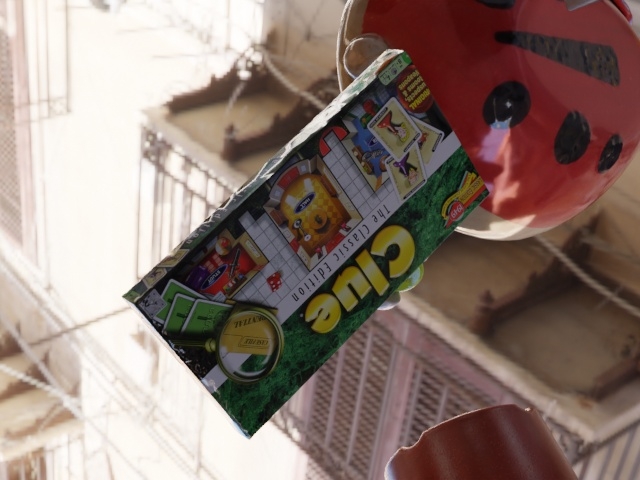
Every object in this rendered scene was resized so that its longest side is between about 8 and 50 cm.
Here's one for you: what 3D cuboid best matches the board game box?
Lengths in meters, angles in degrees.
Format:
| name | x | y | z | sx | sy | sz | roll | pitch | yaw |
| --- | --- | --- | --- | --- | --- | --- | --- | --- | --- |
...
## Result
| name | x | y | z | sx | sy | sz | roll | pitch | yaw |
| --- | --- | --- | --- | --- | --- | --- | --- | --- | --- |
| board game box | 0.000 | 0.000 | 0.747 | 0.259 | 0.136 | 0.030 | -45 | -149 | -17 |

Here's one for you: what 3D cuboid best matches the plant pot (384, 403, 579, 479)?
| name | x | y | z | sx | sy | sz | roll | pitch | yaw |
| --- | --- | --- | --- | --- | --- | --- | --- | --- | --- |
| plant pot | 0.208 | 0.347 | 1.214 | 0.272 | 0.272 | 0.265 | -7 | -125 | -22 |

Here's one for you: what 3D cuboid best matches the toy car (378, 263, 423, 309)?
| name | x | y | z | sx | sy | sz | roll | pitch | yaw |
| --- | --- | --- | --- | --- | --- | --- | --- | --- | --- |
| toy car | 0.093 | 0.020 | 1.877 | 0.182 | 0.159 | 0.136 | 22 | -153 | -14 |

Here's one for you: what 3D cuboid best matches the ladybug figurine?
| name | x | y | z | sx | sy | sz | roll | pitch | yaw |
| --- | --- | --- | --- | --- | --- | --- | --- | --- | --- |
| ladybug figurine | 0.196 | -0.156 | 1.068 | 0.162 | 0.305 | 0.449 | -12 | 175 | 42 |

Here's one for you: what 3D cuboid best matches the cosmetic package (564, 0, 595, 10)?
| name | x | y | z | sx | sy | sz | roll | pitch | yaw |
| --- | --- | --- | --- | --- | --- | --- | --- | --- | --- |
| cosmetic package | 0.224 | -0.332 | 0.720 | 0.097 | 0.284 | 0.377 | -19 | -175 | -6 |

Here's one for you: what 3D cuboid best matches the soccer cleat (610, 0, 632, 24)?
| name | x | y | z | sx | sy | sz | roll | pitch | yaw |
| --- | --- | --- | --- | --- | --- | --- | --- | --- | --- |
| soccer cleat | 0.280 | -0.330 | 1.324 | 0.248 | 0.083 | 0.095 | 38 | -177 | 0 |
